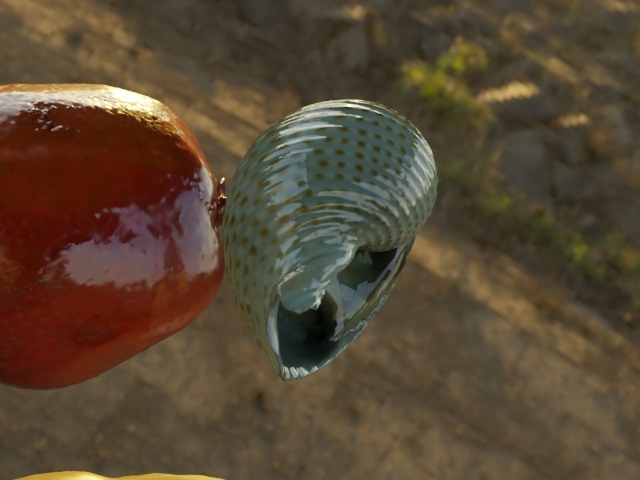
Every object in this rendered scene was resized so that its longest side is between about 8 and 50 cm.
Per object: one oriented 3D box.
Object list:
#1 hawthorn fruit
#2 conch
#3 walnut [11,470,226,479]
[{"bbox_3d":[-0.149,-0.013,1.272,0.299,0.211,0.211,-10,38,-14],"label":"hawthorn fruit"},{"bbox_3d":[-0.003,-0.002,0.549,0.057,0.076,0.085,31,51,27],"label":"conch"},{"bbox_3d":[-0.099,0.247,0.621,0.383,0.383,0.383,24,26,-12],"label":"walnut"}]
